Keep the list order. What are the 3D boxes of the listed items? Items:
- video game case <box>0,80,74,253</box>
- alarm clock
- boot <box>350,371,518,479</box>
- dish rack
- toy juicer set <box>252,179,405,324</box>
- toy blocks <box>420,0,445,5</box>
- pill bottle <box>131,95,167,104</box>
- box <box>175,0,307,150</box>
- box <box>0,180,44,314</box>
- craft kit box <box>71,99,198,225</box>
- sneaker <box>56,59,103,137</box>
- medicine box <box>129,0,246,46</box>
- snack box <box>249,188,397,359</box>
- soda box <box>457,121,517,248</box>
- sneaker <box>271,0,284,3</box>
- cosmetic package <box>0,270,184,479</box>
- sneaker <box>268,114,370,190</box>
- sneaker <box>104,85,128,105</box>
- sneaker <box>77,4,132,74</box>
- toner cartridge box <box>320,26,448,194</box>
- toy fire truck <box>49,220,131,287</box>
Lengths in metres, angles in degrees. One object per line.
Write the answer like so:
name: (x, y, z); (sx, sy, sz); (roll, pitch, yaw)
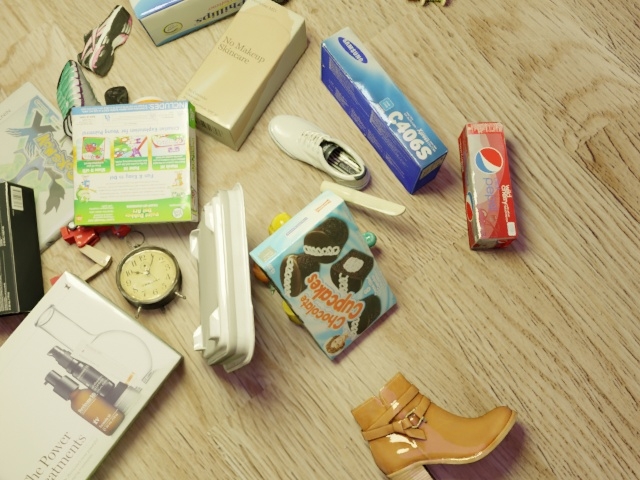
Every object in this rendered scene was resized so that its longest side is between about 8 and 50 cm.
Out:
video game case: (-0.652, -0.148, 1.432); (0.300, 0.036, 0.329); (-44, 80, -10)
alarm clock: (-0.362, 0.062, 1.362); (0.129, 0.064, 0.192); (-21, 71, -12)
boot: (0.220, 0.350, 1.282); (0.283, 0.109, 0.220); (-35, 74, -1)
dish rack: (-0.198, 0.078, 1.245); (0.072, 0.285, 0.332); (0, 74, -19)
toy juicer set: (0.000, 0.000, 1.376); (0.329, 0.089, 0.209); (-47, 67, -3)
toy blocks: (0.222, -0.617, 1.547); (0.148, 0.054, 0.123); (2, 75, 0)
pill bottle: (-0.366, -0.231, 1.429); (0.086, 0.086, 0.151); (-11, 76, -3)
box: (-0.168, -0.375, 1.448); (0.148, 0.121, 0.311); (28, 77, 8)
box: (-0.676, 0.027, 1.319); (0.185, 0.103, 0.261); (-8, 85, 7)
craft kit box: (-0.380, -0.155, 1.340); (0.250, 0.061, 0.246); (-2, 85, 5)
sneaker: (-0.531, -0.308, 1.469); (0.083, 0.098, 0.223); (-39, 54, 33)
medicine box: (-0.326, -0.641, 1.484); (0.264, 0.149, 0.289); (-24, 80, 0)
snack box: (0.017, 0.075, 1.245); (0.187, 0.322, 0.060); (-41, 44, -9)
soda box: (0.356, -0.118, 1.398); (0.084, 0.092, 0.263); (-2, 76, 0)
sneaker: (-0.128, -0.699, 1.555); (0.130, 0.109, 0.286); (-32, 84, -18)
cosmetic package: (-0.497, 0.294, 1.267); (0.284, 0.097, 0.377); (36, 78, 1)
sneaker: (0.000, -0.206, 1.420); (0.258, 0.091, 0.094); (31, 77, 7)
sneaker: (-0.448, -0.272, 1.451); (0.051, 0.089, 0.170); (-10, 38, -8)
sneaker: (-0.506, -0.472, 1.502); (0.077, 0.072, 0.178); (18, 70, 15)
toner cartridge box: (0.128, -0.275, 1.402); (0.075, 0.165, 0.347); (-34, 79, -10)
toy fire truck: (-0.486, 0.018, 1.384); (0.192, 0.047, 0.135); (-22, 77, -7)
